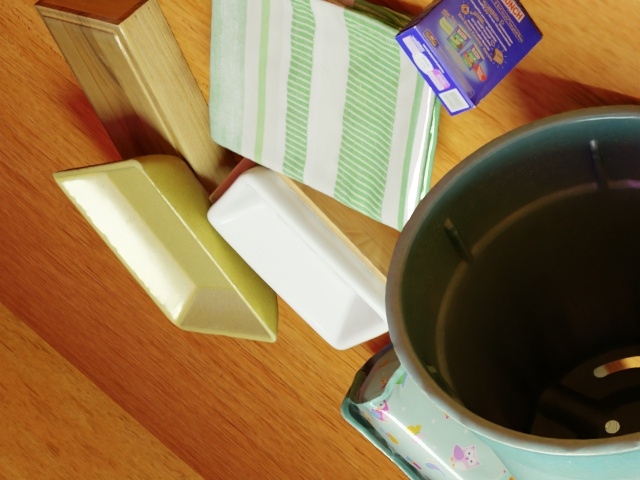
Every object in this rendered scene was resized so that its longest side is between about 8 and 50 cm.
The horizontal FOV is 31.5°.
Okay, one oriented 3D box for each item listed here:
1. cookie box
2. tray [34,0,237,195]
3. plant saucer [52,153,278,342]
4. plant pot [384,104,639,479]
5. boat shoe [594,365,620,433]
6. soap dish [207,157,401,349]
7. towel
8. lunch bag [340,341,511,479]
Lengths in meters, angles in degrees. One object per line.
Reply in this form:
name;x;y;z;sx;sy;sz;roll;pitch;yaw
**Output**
cookie box;0.133;-0.180;1.006;0.092;0.107;0.040;52;156;-14
tray;-0.240;-0.173;1.636;0.203;0.076;0.410;21;146;41
plant saucer;-0.215;-0.004;1.683;0.332;0.081;0.333;54;155;-21
plant pot;0.274;0.114;1.032;0.341;0.341;0.334;23;157;38
boat shoe;0.235;0.117;1.342;0.341;0.122;0.110;47;-167;1
soap dish;0.000;0.000;1.484;0.291;0.118;0.229;46;155;-3
towel;-0.006;-0.162;1.236;0.325;0.038;0.247;27;129;33
lunch bag;0.155;0.254;1.608;0.223;0.160;0.262;42;167;-4
